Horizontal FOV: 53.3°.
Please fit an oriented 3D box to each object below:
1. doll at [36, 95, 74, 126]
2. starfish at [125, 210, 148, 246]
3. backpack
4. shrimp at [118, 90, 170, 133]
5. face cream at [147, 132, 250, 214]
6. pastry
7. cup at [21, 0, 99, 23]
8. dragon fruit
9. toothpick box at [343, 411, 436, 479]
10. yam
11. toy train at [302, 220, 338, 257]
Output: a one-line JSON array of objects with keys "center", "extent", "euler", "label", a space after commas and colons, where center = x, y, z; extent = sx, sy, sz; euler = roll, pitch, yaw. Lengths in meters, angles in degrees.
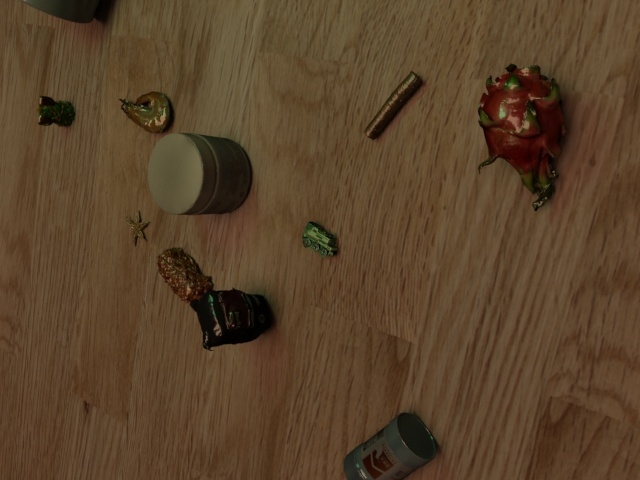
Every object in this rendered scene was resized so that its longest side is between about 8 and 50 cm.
[{"center": [-0.713, -0.345, 1.721], "extent": [0.077, 0.113, 0.078], "euler": [7, 97, -3], "label": "doll"}, {"center": [-0.471, -0.030, 1.626], "extent": [0.092, 0.016, 0.086], "euler": [41, 112, 19], "label": "starfish"}, {"center": [-0.180, 0.158, 1.348], "extent": [0.106, 0.165, 0.119], "euler": [-36, 69, 38], "label": "backpack"}, {"center": [-0.434, -0.325, 1.568], "extent": [0.180, 0.041, 0.099], "euler": [26, 106, 31], "label": "shrimp"}, {"center": [-0.264, -0.143, 1.399], "extent": [0.177, 0.153, 0.177], "euler": [2, 93, 36], "label": "face cream"}, {"center": [-0.331, 0.086, 1.509], "extent": [0.169, 0.063, 0.087], "euler": [41, 111, 26], "label": "pastry"}, {"center": [-0.653, -0.753, 1.548], "extent": [0.323, 0.236, 0.326], "euler": [28, 113, -5], "label": "cup"}, {"center": [0.322, -0.163, 1.025], "extent": [0.137, 0.135, 0.235], "euler": [4, 112, 28], "label": "dragon fruit"}, {"center": [0.128, 0.405, 1.196], "extent": [0.153, 0.101, 0.101], "euler": [-47, 68, 26], "label": "toothpick box"}, {"center": [0.135, -0.252, 1.197], "extent": [0.032, 0.032, 0.145], "euler": [50, 116, 21], "label": "yam"}, {"center": [0.000, 0.000, 1.301], "extent": [0.083, 0.033, 0.053], "euler": [30, 105, 29], "label": "toy train"}]
